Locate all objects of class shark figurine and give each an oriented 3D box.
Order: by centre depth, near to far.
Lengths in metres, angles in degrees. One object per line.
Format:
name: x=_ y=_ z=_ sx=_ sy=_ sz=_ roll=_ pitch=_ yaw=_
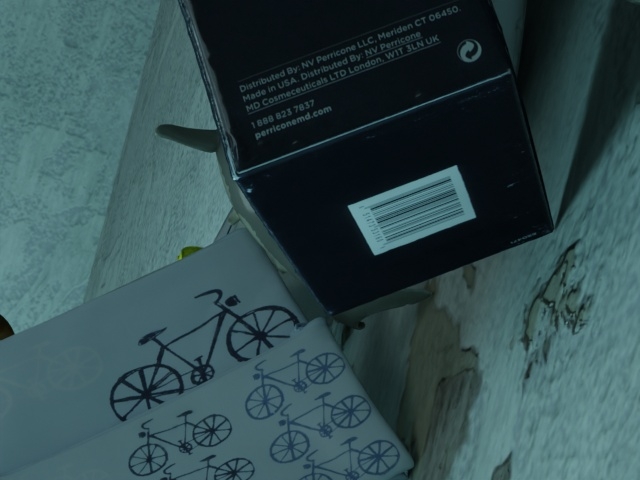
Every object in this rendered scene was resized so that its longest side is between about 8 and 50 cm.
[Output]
shark figurine: x=-0.025 y=-0.052 z=1.658 sx=0.116 sy=0.166 sz=0.278 roll=-47 pitch=50 yaw=28

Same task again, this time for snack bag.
snack bag: x=-0.132 y=0.140 z=1.621 sx=0.342 sy=0.323 sz=0.037 roll=-122 pitch=10 yaw=-45

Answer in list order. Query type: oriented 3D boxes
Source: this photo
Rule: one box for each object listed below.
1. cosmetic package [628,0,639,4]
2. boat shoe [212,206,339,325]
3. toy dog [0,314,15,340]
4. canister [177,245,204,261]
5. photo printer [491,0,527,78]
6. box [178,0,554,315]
cosmetic package: x=0.215 y=-0.286 z=1.164 sx=0.129 sy=0.153 sz=0.296 roll=-138 pitch=64 yaw=-75
boat shoe: x=0.001 y=-0.011 z=1.819 sx=0.156 sy=0.136 sz=0.367 roll=-16 pitch=51 yaw=62
toy dog: x=-0.261 y=0.245 z=1.783 sx=0.408 sy=0.395 sz=0.284 roll=44 pitch=131 yaw=40
canister: x=-0.111 y=0.104 z=2.105 sx=0.073 sy=0.126 sz=0.170 roll=-105 pitch=31 yaw=-66
photo printer: x=0.082 y=-0.177 z=1.614 sx=0.307 sy=0.107 sz=0.256 roll=-145 pitch=61 yaw=-76
box: x=0.014 y=-0.149 z=1.300 sx=0.296 sy=0.182 sz=0.294 roll=59 pitch=-169 yaw=-69
